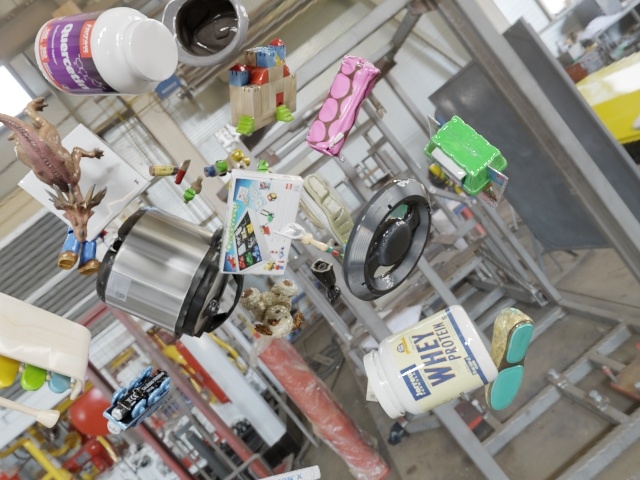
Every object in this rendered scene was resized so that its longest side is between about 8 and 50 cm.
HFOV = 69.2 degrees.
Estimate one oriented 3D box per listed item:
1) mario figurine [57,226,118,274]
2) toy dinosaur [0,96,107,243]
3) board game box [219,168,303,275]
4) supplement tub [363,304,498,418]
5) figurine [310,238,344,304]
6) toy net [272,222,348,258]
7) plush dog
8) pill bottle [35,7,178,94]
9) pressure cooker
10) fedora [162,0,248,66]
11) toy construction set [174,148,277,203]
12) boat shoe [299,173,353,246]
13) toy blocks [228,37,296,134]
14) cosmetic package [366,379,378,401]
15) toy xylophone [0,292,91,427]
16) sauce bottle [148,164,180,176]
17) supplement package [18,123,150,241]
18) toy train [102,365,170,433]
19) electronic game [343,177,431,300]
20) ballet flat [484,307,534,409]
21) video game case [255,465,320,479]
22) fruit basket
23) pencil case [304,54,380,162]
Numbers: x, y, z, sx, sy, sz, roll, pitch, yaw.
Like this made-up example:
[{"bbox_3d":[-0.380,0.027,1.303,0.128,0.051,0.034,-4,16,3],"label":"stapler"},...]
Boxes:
[{"bbox_3d":[-0.737,-0.067,1.476,0.170,0.321,0.198,-6,-26,-4],"label":"mario figurine"},{"bbox_3d":[-0.523,-0.149,0.904,0.127,0.296,0.200,-32,49,0],"label":"toy dinosaur"},{"bbox_3d":[-0.172,-0.043,1.314,0.053,0.192,0.305,-119,38,-57],"label":"board game box"},{"bbox_3d":[0.314,0.355,1.347,0.324,0.235,0.235,-29,6,10],"label":"supplement tub"},{"bbox_3d":[0.066,0.125,1.910,0.092,0.210,0.215,8,47,33],"label":"figurine"},{"bbox_3d":[0.000,0.000,1.099,0.122,0.232,0.045,-164,94,-78],"label":"toy net"},{"bbox_3d":[-0.204,0.321,2.007,0.262,0.225,0.211,-12,-41,-23],"label":"plush dog"},{"bbox_3d":[-0.486,-0.426,1.064,0.322,0.182,0.181,10,34,31],"label":"pill bottle"},{"bbox_3d":[-0.471,0.124,1.558,0.370,0.420,0.376,119,174,-64],"label":"pressure cooker"},{"bbox_3d":[-0.343,-0.666,1.466,0.275,0.244,0.124,-11,6,15],"label":"fedora"},{"bbox_3d":[-0.283,-0.204,1.468,0.308,0.258,0.237,7,-27,-27],"label":"toy construction set"},{"bbox_3d":[0.017,-0.098,1.713,0.103,0.302,0.113,-27,9,45],"label":"boat shoe"},{"bbox_3d":[-0.199,-0.562,1.651,0.381,0.190,0.261,-44,-36,-49],"label":"toy blocks"},{"bbox_3d":[0.188,0.499,1.635,0.115,0.041,0.060,-76,-12,-50],"label":"cosmetic package"},{"bbox_3d":[-0.548,0.200,0.815,0.081,0.322,0.236,-35,34,17],"label":"toy xylophone"},{"bbox_3d":[-0.542,-0.249,1.651,0.128,0.042,0.042,-11,-16,-40],"label":"sauce bottle"},{"bbox_3d":[-0.581,-0.146,1.188,0.199,0.198,0.262,-48,19,-8],"label":"supplement package"},{"bbox_3d":[-0.417,0.369,1.068,0.105,0.080,0.184,-64,-7,18],"label":"toy train"},{"bbox_3d":[0.122,0.002,0.816,0.048,0.229,0.229,29,58,37],"label":"electronic game"},{"bbox_3d":[0.561,0.356,1.422,0.123,0.349,0.123,2,27,-1],"label":"ballet flat"},{"bbox_3d":[-0.168,0.698,1.310,0.299,0.036,0.329,-8,-27,-14],"label":"video game case"},{"bbox_3d":[0.473,-0.245,1.558,0.165,0.327,0.353,-42,-18,-2],"label":"fruit basket"},{"bbox_3d":[0.048,-0.277,0.968,0.098,0.095,0.209,-104,37,-72],"label":"pencil case"}]
